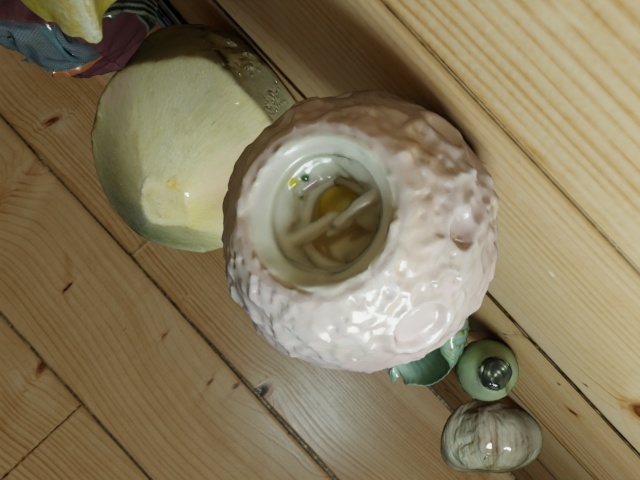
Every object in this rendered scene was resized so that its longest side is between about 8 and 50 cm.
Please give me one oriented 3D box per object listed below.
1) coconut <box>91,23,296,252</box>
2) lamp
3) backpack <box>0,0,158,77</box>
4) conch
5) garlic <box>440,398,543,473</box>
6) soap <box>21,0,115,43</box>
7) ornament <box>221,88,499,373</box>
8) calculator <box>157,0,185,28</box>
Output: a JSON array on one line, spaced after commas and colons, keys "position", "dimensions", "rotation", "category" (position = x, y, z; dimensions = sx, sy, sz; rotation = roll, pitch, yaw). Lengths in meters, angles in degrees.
[{"position": [-0.185, -0.148, 1.233], "dimensions": [0.352, 0.352, 0.352], "rotation": [47, 175, 6], "category": "coconut"}, {"position": [0.266, 0.208, 1.320], "dimensions": [0.101, 0.101, 0.250], "rotation": [47, 177, 6], "category": "lamp"}, {"position": [-0.286, -0.327, 1.011], "dimensions": [0.197, 0.284, 0.317], "rotation": [11, 174, 7], "category": "backpack"}, {"position": [0.165, 0.128, 1.320], "dimensions": [0.172, 0.131, 0.200], "rotation": [16, 119, 28], "category": "conch"}, {"position": [0.344, 0.372, 1.689], "dimensions": [0.218, 0.218, 0.212], "rotation": [59, -155, -65], "category": "garlic"}, {"position": [-0.259, -0.368, 0.673], "dimensions": [0.293, 0.156, 0.335], "rotation": [45, 160, 10], "category": "soap"}, {"position": [0.037, -0.009, 0.756], "dimensions": [0.259, 0.259, 0.225], "rotation": [45, -173, 22], "category": "ornament"}, {"position": [-0.278, -0.405, 1.532], "dimensions": [0.274, 0.028, 0.165], "rotation": [50, 177, -11], "category": "calculator"}]
